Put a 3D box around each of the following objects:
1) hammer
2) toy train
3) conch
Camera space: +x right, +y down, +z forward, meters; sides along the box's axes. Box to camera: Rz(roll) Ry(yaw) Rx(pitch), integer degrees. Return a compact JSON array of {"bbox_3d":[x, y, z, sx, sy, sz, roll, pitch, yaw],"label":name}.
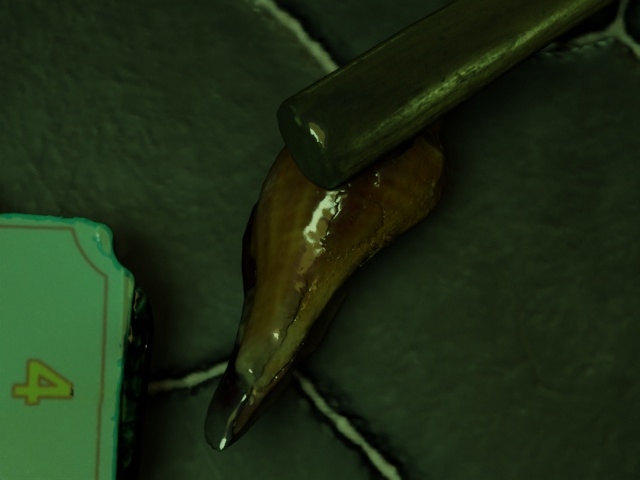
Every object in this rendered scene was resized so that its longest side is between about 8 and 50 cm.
[{"bbox_3d":[0.167,-0.155,0.818,0.440,0.044,0.168,-34,78,-19],"label":"hammer"},{"bbox_3d":[-0.162,0.070,0.793,0.154,0.107,0.197,5,79,-6],"label":"toy train"},{"bbox_3d":[-0.003,-0.004,0.811,0.080,0.086,0.232,38,80,8],"label":"conch"}]
